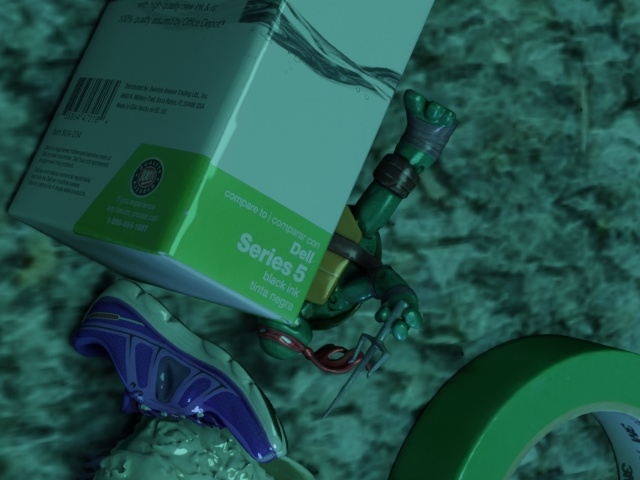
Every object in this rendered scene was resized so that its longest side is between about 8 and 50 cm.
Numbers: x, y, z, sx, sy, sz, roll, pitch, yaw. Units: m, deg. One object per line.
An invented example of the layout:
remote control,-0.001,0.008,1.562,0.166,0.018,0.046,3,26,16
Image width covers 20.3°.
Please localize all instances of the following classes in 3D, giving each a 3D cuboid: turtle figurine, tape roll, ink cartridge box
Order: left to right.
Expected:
ink cartridge box,-0.056,-0.105,1.131,0.115,0.198,0.273,31,79,-36
turtle figurine,0.000,0.000,1.249,0.175,0.118,0.234,23,79,4
tape roll,0.191,0.240,1.450,0.321,0.077,0.321,-7,102,-36

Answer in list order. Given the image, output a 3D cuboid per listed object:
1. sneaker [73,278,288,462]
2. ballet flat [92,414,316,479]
sneaker,-0.092,0.098,1.177,0.071,0.170,0.068,-50,156,-13
ballet flat,0.002,0.251,1.278,0.409,0.147,0.147,48,69,-30
